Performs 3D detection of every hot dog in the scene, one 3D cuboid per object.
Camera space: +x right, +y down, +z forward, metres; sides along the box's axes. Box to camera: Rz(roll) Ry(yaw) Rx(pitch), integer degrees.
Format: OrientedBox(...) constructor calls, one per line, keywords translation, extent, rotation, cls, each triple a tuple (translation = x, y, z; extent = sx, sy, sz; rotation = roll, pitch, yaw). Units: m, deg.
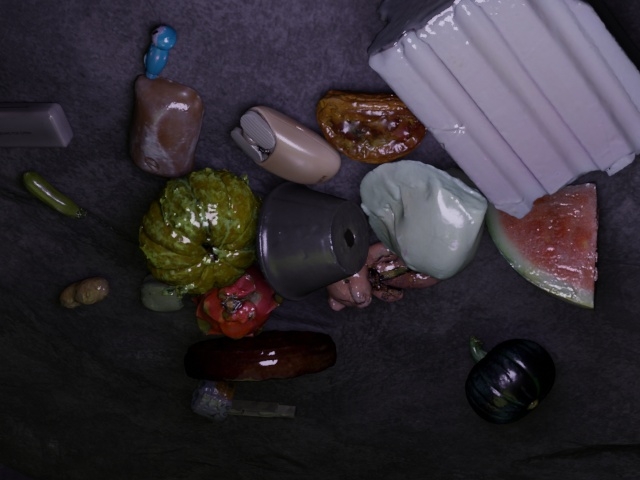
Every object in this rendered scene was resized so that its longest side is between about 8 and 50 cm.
OrientedBox(translation=(0.104, -0.234, 1.406), extent=(0.226, 0.099, 0.160), rotation=(-1, 140, 10), cls="hot dog")

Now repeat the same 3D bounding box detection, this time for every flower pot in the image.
OrientedBox(translation=(0.000, 0.000, 1.527), extent=(0.166, 0.269, 0.269), rotation=(-1, 137, 35), cls="flower pot")

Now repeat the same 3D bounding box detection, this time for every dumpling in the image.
OrientedBox(translation=(0.235, -0.049, 1.494), extent=(0.270, 0.211, 0.321), rotation=(42, 131, 32), cls="dumpling")

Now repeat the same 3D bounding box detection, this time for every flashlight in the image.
OrientedBox(translation=(-0.320, -0.371, 1.401), extent=(0.051, 0.051, 0.129), rotation=(23, 139, -11), cls="flashlight")

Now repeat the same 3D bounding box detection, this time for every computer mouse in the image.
OrientedBox(translation=(-0.071, -0.191, 1.485), extent=(0.236, 0.082, 0.145), rotation=(28, 152, -17), cls="computer mouse")

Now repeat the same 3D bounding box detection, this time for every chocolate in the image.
OrientedBox(translation=(-0.345, -0.226, 1.532), extent=(0.161, 0.083, 0.261), rotation=(14, 136, -3), cls="chocolate")

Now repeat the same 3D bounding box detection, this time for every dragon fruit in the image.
OrientedBox(translation=(-0.219, 0.146, 1.793), extent=(0.224, 0.224, 0.227), rotation=(23, 152, -11), cls="dragon fruit")

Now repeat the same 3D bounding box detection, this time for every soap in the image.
OrientedBox(translation=(0.342, -0.292, 1.202), extent=(0.350, 0.213, 0.435), rotation=(-28, 123, 38), cls="soap")

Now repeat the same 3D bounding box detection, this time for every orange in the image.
OrientedBox(translation=(-0.272, -0.030, 1.599), extent=(0.300, 0.223, 0.301), rotation=(-12, 132, -29), cls="orange")

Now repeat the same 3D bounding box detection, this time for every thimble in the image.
OrientedBox(translation=(-0.343, 0.497, 2.251), extent=(0.118, 0.127, 0.151), rotation=(22, 131, -12), cls="thimble")

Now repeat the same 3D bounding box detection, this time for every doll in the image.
OrientedBox(translation=(0.149, 0.097, 1.702), extent=(0.303, 0.156, 0.201), rotation=(-4, 128, 11), cls="doll")

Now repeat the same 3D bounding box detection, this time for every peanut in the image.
OrientedBox(translation=(-0.674, 0.151, 2.006), extent=(0.174, 0.080, 0.080), rotation=(-18, 129, 27), cls="peanut")

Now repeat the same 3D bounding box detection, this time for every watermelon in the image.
OrientedBox(translation=(0.498, 0.005, 1.506), extent=(0.310, 0.231, 0.193), rotation=(40, 160, 43), cls="watermelon")

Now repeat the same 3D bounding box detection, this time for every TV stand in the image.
OrientedBox(translation=(-0.203, 0.561, 2.349), extent=(0.249, 0.036, 0.042), rotation=(1, 134, 13), cls="TV stand")

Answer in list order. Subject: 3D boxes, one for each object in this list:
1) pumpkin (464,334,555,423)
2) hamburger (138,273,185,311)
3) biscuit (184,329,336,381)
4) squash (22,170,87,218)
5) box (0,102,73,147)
OrientedBox(translation=(0.476, 0.348, 1.856), extent=(0.248, 0.248, 0.248), rotation=(7, 137, 7), cls="pumpkin")
OrientedBox(translation=(-0.439, 0.148, 1.960), extent=(0.133, 0.062, 0.140), rotation=(21, 134, -10), cls="hamburger")
OrientedBox(translation=(-0.157, 0.292, 1.863), extent=(0.407, 0.407, 0.091), rotation=(-4, 91, 18), cls="biscuit")
OrientedBox(translation=(-0.665, -0.107, 1.761), extent=(0.052, 0.052, 0.183), rotation=(-24, 129, 33), cls="squash")
OrientedBox(translation=(-0.691, -0.260, 1.600), extent=(0.243, 0.055, 0.103), rotation=(1, 136, 12), cls="box")
